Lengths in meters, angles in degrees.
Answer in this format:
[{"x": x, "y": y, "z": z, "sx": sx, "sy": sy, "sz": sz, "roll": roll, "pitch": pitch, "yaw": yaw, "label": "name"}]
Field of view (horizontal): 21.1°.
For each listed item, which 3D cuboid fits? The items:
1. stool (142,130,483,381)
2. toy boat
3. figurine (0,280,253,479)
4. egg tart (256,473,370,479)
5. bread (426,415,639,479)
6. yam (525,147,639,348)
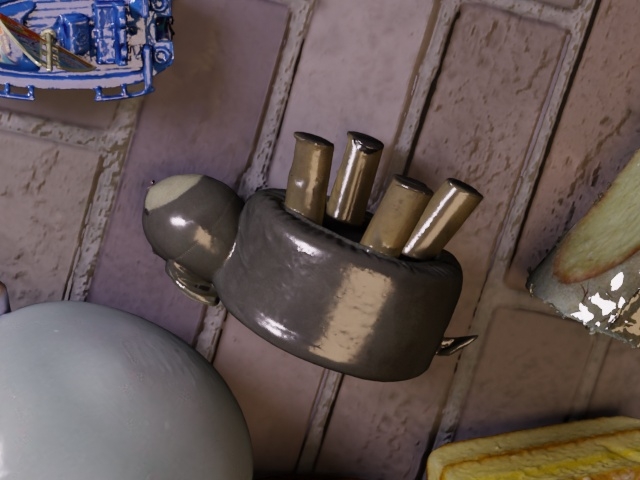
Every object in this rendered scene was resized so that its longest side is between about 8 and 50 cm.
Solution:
[{"x": 0.000, "y": 0.002, "z": 1.150, "sx": 0.228, "sy": 0.153, "sz": 0.139, "roll": 17, "pitch": 103, "yaw": -19, "label": "stool"}, {"x": -0.176, "y": -0.127, "z": 1.086, "sx": 0.175, "sy": 0.110, "sz": 0.091, "roll": -4, "pitch": 109, "yaw": -11, "label": "toy boat"}, {"x": -0.203, "y": 0.230, "z": 1.152, "sx": 0.224, "sy": 0.205, "sz": 0.382, "roll": 27, "pitch": 101, "yaw": -9, "label": "figurine"}, {"x": 0.004, "y": 0.262, "z": 1.226, "sx": 0.215, "sy": 0.215, "sz": 0.170, "roll": 3, "pitch": 92, "yaw": -15, "label": "egg tart"}, {"x": 0.176, "y": 0.258, "z": 1.310, "sx": 0.184, "sy": 0.110, "sz": 0.234, "roll": -9, "pitch": 112, "yaw": -14, "label": "bread"}, {"x": 0.278, "y": -0.019, "z": 1.221, "sx": 0.154, "sy": 0.154, "sz": 0.254, "roll": 39, "pitch": 92, "yaw": -22, "label": "yam"}]
